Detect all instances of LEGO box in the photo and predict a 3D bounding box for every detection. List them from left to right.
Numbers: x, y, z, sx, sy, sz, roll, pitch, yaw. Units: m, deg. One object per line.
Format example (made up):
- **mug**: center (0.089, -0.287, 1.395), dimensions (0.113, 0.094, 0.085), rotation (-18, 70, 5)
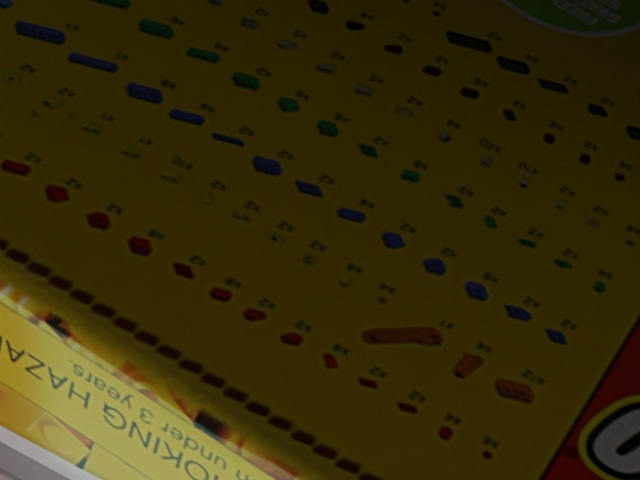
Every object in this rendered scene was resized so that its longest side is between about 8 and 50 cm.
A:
- **LEGO box**: center (-0.075, 0.045, 0.520), dimensions (0.500, 0.193, 0.372), rotation (31, 141, 11)
